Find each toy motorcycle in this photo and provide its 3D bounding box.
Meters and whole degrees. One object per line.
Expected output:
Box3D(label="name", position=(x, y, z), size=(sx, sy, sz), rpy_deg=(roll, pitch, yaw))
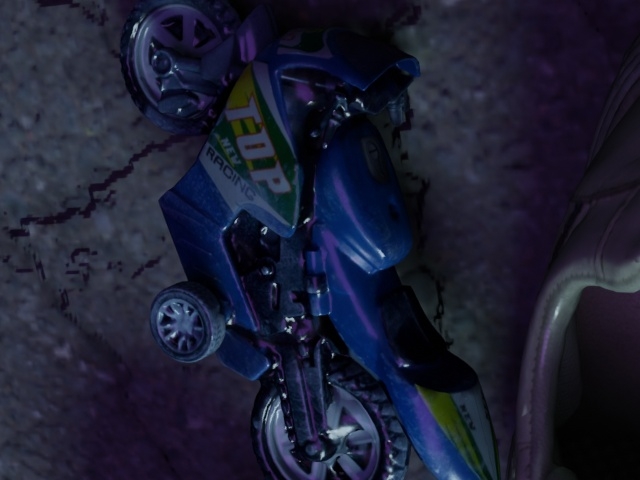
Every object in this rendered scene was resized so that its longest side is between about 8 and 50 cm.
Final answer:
Box3D(label="toy motorcycle", position=(0.000, 0.000, 0.682), size=(0.136, 0.092, 0.254), rpy_deg=(-19, 92, 32))

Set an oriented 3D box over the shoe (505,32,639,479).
Box3D(label="shoe", position=(0.126, 0.088, 0.608), size=(0.132, 0.210, 0.342), rpy_deg=(13, 118, 15))
